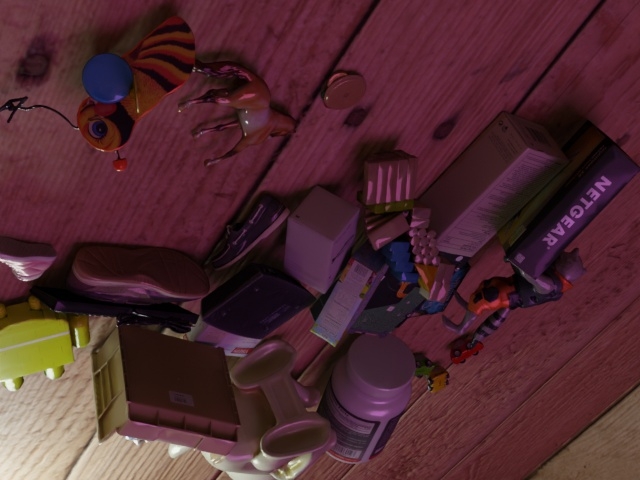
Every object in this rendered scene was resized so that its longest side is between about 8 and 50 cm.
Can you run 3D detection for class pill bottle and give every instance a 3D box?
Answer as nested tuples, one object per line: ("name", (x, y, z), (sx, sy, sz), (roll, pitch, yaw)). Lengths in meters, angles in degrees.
("pill bottle", (0.116, 0.406, 2.498), (0.210, 0.210, 0.362), (-10, 144, -24))

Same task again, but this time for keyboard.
("keyboard", (-0.364, 0.135, 1.815), (0.317, 0.202, 0.033), (10, 95, -43))

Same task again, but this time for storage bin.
("storage bin", (-0.317, 0.319, 1.981), (0.262, 0.260, 0.123), (20, 123, -32))

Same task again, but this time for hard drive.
("hard drive", (0.163, 0.090, 2.207), (0.237, 0.064, 0.339), (13, 130, -39))
("hard drive", (-0.127, 0.123, 1.956), (0.172, 0.054, 0.255), (-37, 155, 12))

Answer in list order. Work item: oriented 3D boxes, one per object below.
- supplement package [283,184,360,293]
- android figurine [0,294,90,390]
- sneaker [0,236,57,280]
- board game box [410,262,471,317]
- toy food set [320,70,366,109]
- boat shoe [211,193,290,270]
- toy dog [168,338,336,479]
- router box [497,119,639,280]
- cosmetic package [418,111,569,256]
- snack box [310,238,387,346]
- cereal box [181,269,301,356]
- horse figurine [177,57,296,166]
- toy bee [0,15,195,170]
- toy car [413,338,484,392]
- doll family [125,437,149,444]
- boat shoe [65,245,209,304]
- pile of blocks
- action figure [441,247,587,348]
("supplement package", (0.000, 0.000, 1.908), (0.105, 0.105, 0.179), (-50, 161, -33))
("android figurine", (-0.569, 0.196, 1.864), (0.248, 0.056, 0.272), (-15, 146, -17))
("sneaker", (-0.528, 0.037, 1.671), (0.134, 0.051, 0.070), (10, 127, -49))
("board game box", (0.281, 0.123, 2.384), (0.126, 0.026, 0.186), (-9, 143, -26))
("toy food set", (0.041, -0.259, 1.683), (0.083, 0.020, 0.082), (-4, 141, -32))
("boat shoe", (-0.149, -0.017, 1.875), (0.206, 0.075, 0.065), (-38, 103, 27))
("toy dog", (-0.149, 0.493, 2.362), (0.396, 0.284, 0.408), (-31, 156, -13))
("router box", (0.503, -0.089, 2.013), (0.081, 0.243, 0.309), (38, 106, -10))
("cosmetic package", (0.348, -0.111, 2.024), (0.160, 0.113, 0.309), (11, 132, -44))
("snack box", (0.076, 0.096, 2.018), (0.207, 0.070, 0.174), (-64, 170, 29))
("cereal box", (-0.170, 0.164, 2.106), (0.173, 0.047, 0.240), (13, 132, -44))
("horse figurine", (-0.136, -0.214, 1.584), (0.175, 0.066, 0.263), (-19, 150, -1))
("toy bee", (-0.296, -0.192, 1.412), (0.298, 0.162, 0.195), (-26, -167, 13))
("toy car", (0.312, 0.343, 2.692), (0.225, 0.053, 0.239), (3, 137, -37))
("doll family", (-0.369, 0.393, 2.222), (0.263, 0.118, 0.163), (-17, 146, -14))
("boat shoe", (-0.344, 0.074, 1.818), (0.285, 0.102, 0.092), (8, 143, -41))
("pile of blocks", (0.149, -0.026, 1.924), (0.149, 0.113, 0.362), (-30, 119, -12))
("action figure", (0.474, 0.110, 2.293), (0.330, 0.178, 0.341), (-26, 173, 22))
